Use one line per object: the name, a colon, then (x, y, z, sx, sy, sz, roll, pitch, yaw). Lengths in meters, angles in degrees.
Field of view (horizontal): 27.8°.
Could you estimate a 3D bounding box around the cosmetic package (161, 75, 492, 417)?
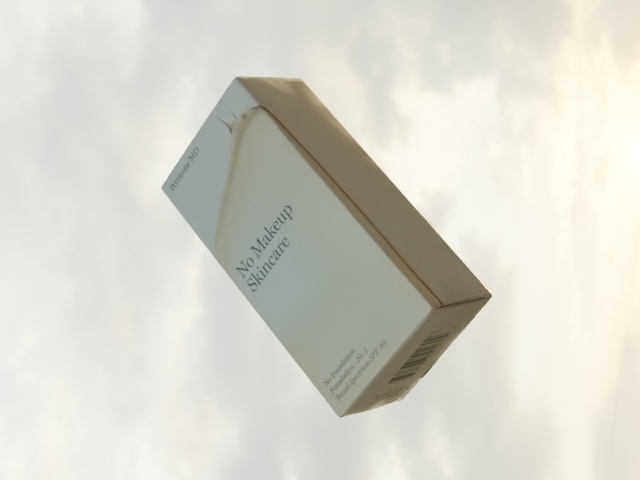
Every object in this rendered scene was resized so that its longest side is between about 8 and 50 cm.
cosmetic package: (0.000, 0.000, 1.251, 0.113, 0.309, 0.160, -7, -40, -53)
